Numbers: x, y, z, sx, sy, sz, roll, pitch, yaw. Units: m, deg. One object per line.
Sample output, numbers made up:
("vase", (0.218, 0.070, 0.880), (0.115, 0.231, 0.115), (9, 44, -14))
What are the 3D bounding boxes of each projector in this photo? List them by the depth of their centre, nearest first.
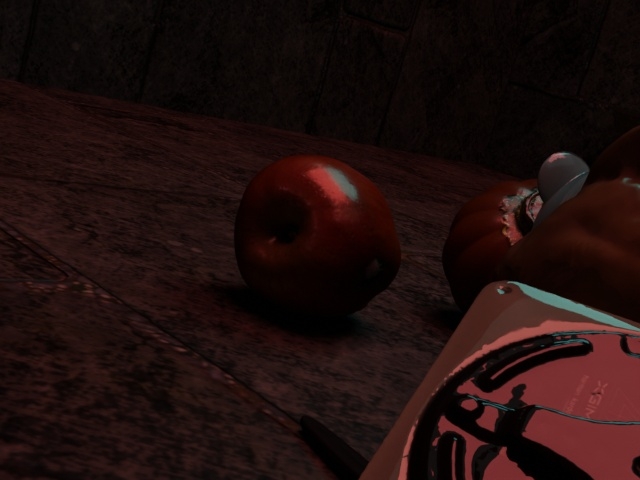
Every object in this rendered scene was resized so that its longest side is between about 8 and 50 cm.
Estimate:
("projector", (0.160, 0.142, 0.495), (0.259, 0.079, 0.257), (19, 43, 22))

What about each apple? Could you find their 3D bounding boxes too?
("apple", (0.000, 0.000, 1.032), (0.199, 0.199, 0.199), (15, 11, -3))

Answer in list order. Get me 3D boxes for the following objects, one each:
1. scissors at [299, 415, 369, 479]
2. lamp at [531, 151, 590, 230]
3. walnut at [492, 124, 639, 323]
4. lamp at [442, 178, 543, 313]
("scissors", (0.042, 0.169, 0.637), (0.088, 0.017, 0.220), (8, 13, -32))
("lamp", (0.341, 0.035, 1.015), (0.284, 0.209, 0.147), (19, -10, 2))
("walnut", (0.327, 0.068, 0.745), (0.381, 0.381, 0.381), (15, 11, -3))
("lamp", (0.260, 0.027, 1.174), (0.223, 0.196, 0.223), (4, 50, -5))
